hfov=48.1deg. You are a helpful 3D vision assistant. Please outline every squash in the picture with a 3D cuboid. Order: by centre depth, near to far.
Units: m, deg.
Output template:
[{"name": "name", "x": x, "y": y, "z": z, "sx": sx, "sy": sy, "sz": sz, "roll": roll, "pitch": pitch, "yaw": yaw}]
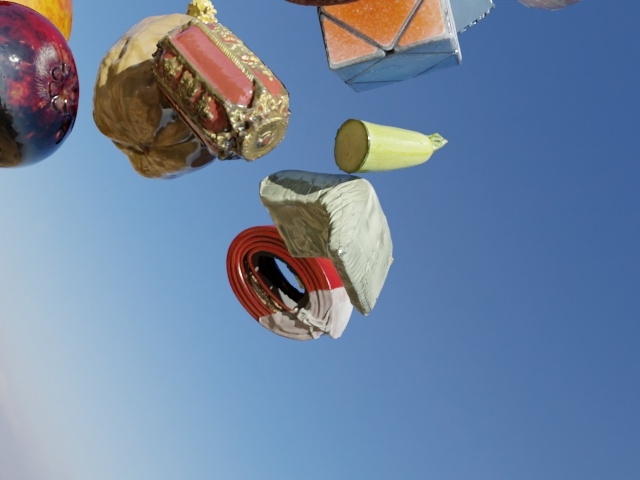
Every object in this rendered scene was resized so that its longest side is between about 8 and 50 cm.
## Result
[{"name": "squash", "x": 0.136, "y": -0.167, "z": 1.254, "sx": 0.094, "sy": 0.224, "sz": 0.094, "roll": 12, "pitch": -75, "yaw": 54}]

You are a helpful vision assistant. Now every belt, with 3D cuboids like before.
[{"name": "belt", "x": -0.065, "y": 0.095, "z": 1.647, "sx": 0.323, "sy": 0.115, "sz": 0.227, "roll": 39, "pitch": -69, "yaw": 19}]

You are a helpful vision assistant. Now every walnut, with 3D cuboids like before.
[{"name": "walnut", "x": -0.308, "y": -0.307, "z": 1.496, "sx": 0.305, "sy": 0.344, "sz": 0.306, "roll": 17, "pitch": -33, "yaw": 11}]

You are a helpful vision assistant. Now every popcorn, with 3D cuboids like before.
[{"name": "popcorn", "x": -0.260, "y": -0.492, "z": 1.577, "sx": 0.083, "sy": 0.057, "sz": 0.082, "roll": -22, "pitch": -101, "yaw": 51}]

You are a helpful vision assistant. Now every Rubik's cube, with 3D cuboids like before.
[{"name": "Rubik's cube", "x": 0.113, "y": -0.384, "z": 1.202, "sx": 0.205, "sy": 0.205, "sz": 0.208, "roll": 0, "pitch": 77, "yaw": -75}]

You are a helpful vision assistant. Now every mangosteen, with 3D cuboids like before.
[{"name": "mangosteen", "x": -0.366, "y": -0.171, "z": 0.788, "sx": 0.200, "sy": 0.199, "sz": 0.200, "roll": 42, "pitch": -35, "yaw": 39}]

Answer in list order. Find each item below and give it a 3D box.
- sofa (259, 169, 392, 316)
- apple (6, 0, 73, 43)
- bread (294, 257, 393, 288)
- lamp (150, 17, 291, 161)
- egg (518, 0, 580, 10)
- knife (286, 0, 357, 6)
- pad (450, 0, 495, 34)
[{"name": "sofa", "x": 0.000, "y": 0.000, "z": 1.296, "sx": 0.225, "sy": 0.176, "sz": 0.210, "roll": 9, "pitch": -32, "yaw": 24}, {"name": "apple", "x": -0.448, "y": -0.360, "z": 1.026, "sx": 0.293, "sy": 0.163, "sz": 0.251, "roll": 53, "pitch": -16, "yaw": 36}, {"name": "bread", "x": 0.060, "y": 0.061, "z": 2.030, "sx": 0.184, "sy": 0.234, "sz": 0.111, "roll": -46, "pitch": -129, "yaw": 35}, {"name": "lamp", "x": -0.171, "y": -0.258, "z": 1.235, "sx": 0.274, "sy": 0.177, "sz": 0.177, "roll": 47, "pitch": -32, "yaw": 23}, {"name": "egg", "x": 0.398, "y": -0.491, "z": 1.212, "sx": 0.203, "sy": 0.245, "sz": 0.204, "roll": 12, "pitch": -56, "yaw": 18}, {"name": "knife", "x": 0.044, "y": -0.287, "z": 0.803, "sx": 0.247, "sy": 0.018, "sz": 0.036, "roll": 6, "pitch": -56, "yaw": 45}, {"name": "pad", "x": 0.177, "y": -0.505, "z": 1.466, "sx": 0.270, "sy": 0.269, "sz": 0.012, "roll": 57, "pitch": 8, "yaw": 2}]
